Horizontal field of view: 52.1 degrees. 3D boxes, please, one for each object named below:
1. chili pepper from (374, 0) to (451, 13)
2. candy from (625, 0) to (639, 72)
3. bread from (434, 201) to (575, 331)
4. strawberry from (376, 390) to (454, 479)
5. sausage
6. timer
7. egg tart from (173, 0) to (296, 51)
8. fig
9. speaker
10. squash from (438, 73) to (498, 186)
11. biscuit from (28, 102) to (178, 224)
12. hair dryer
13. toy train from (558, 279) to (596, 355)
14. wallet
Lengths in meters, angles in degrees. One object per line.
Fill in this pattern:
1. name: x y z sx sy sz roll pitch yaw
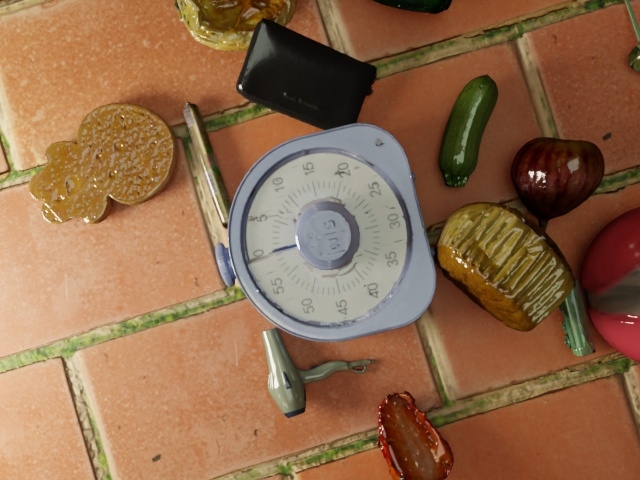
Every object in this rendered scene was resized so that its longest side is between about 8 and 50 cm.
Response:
1. chili pepper: 0.202 -0.497 1.185 0.261 0.165 0.174 9 70 4
2. candy: 0.594 -0.415 1.241 0.061 0.061 0.203 -15 80 0
3. bread: 0.301 0.043 1.121 0.227 0.253 0.142 41 86 -2
4. strawberry: 0.164 0.369 1.204 0.121 0.082 0.188 -19 78 -20
5. sausage: -0.210 -0.140 1.239 0.032 0.033 0.269 -19 88 0
6. timer: 0.000 0.000 1.165 0.395 0.173 0.395 0 89 0
7. egg tart: -0.158 -0.457 1.214 0.241 0.106 0.241 0 86 -2
8. fig: 0.412 -0.108 1.185 0.202 0.148 0.149 -51 49 29
9. speaker: 0.614 0.072 1.156 0.294 0.294 0.294 0 88 0
10. squash: 0.272 -0.204 1.219 0.077 0.068 0.219 16 89 -4
11. biscuit: -0.407 -0.138 1.235 0.288 0.044 0.202 -36 88 1
12. hair dryer: -0.020 0.214 1.222 0.199 0.067 0.167 -31 82 -11
13. toy train: 0.465 0.139 1.205 0.038 0.071 0.148 -13 88 0
14. wallet: -0.021 -0.291 1.196 0.250 0.044 0.149 19 98 -21
